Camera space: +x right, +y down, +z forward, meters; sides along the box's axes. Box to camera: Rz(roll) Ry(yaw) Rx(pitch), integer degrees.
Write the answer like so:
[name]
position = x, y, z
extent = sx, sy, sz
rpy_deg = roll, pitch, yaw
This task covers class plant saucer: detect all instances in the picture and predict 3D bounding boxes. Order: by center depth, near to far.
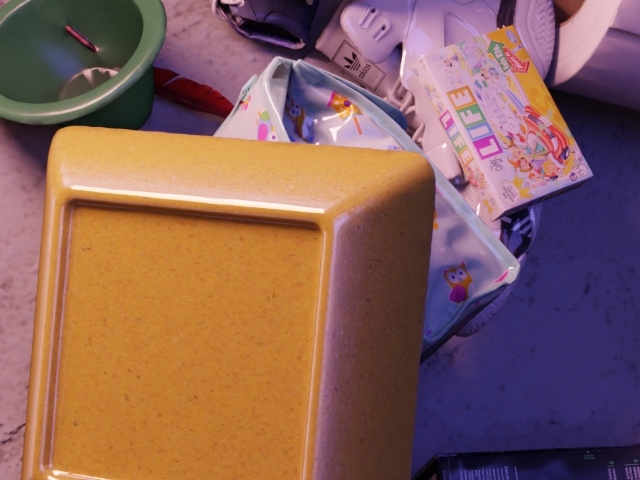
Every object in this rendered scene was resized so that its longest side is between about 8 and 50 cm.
[plant saucer]
position = -0.092, 0.085, 1.365
extent = 0.332, 0.081, 0.333
rpy_deg = 5, 92, 22

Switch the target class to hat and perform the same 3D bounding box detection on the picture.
[hat]
position = -0.181, -0.112, 1.570
extent = 0.208, 0.183, 0.173
rpy_deg = 9, 57, 25

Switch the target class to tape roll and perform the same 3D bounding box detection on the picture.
[tape roll]
position = 0.311, -0.243, 1.676
extent = 0.169, 0.246, 0.246
rpy_deg = 13, 71, -17

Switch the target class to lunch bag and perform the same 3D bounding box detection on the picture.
[lunch bag]
position = 0.000, 0.000, 1.486
extent = 0.160, 0.223, 0.262
rpy_deg = -33, 80, -39

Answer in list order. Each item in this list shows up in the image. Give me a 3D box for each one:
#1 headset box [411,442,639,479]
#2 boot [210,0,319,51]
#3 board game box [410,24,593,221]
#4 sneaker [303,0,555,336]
[headset box]
position = 0.233, 0.304, 1.516
extent = 0.283, 0.131, 0.246
rpy_deg = -3, 71, -11
[boot]
position = -0.086, -0.241, 1.616
extent = 0.190, 0.069, 0.086
rpy_deg = 19, 63, -16
[board game box]
position = 0.157, -0.102, 1.547
extent = 0.103, 0.026, 0.154
rpy_deg = -21, 78, -29
[sneaker]
position = 0.087, -0.100, 1.613
extent = 0.210, 0.137, 0.366
rpy_deg = 16, 65, -15
